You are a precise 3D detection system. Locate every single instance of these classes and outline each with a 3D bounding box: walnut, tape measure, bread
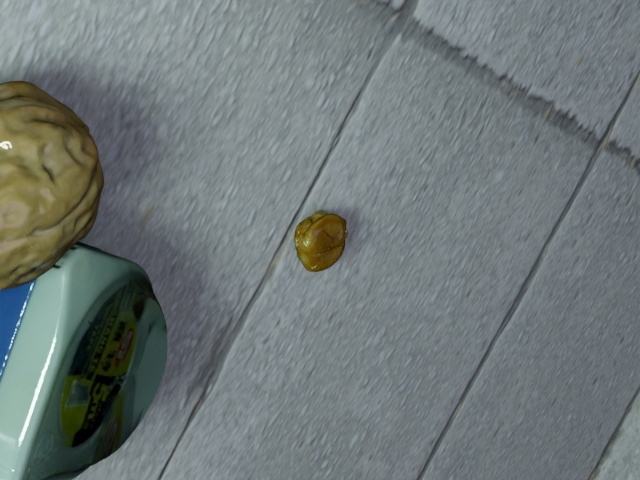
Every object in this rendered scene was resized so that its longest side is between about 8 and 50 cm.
[{"bbox_3d":[-0.317,-0.045,1.442,0.245,0.198,0.198,-27,136,-25],"label":"walnut"},{"bbox_3d":[-0.280,0.130,1.621,0.262,0.138,0.259,21,89,-66],"label":"tape measure"},{"bbox_3d":[0.000,0.000,2.004,0.081,0.046,0.083,5,113,-50],"label":"bread"}]
